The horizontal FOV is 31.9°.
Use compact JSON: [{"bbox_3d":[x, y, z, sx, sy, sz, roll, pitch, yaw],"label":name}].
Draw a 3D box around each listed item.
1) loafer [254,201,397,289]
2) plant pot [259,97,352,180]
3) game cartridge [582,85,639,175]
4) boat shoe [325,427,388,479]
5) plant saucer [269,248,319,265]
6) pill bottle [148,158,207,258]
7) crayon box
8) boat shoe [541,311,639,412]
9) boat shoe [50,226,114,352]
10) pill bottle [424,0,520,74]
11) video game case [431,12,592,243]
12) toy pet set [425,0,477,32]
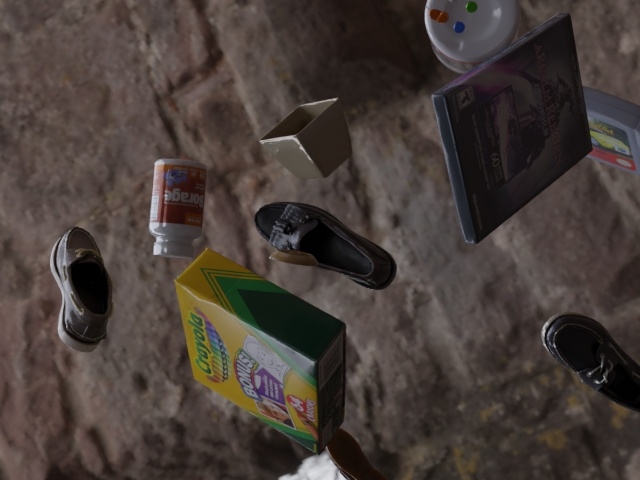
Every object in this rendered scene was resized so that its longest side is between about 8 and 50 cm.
[{"bbox_3d":[0.000,0.000,2.100,0.302,0.109,0.095,25,-177,21],"label":"loafer"},{"bbox_3d":[-0.012,-0.158,1.827,0.109,0.109,0.096,-45,-66,-29],"label":"plant pot"},{"bbox_3d":[0.514,-0.205,2.041,0.294,0.060,0.196,25,164,32],"label":"game cartridge"},{"bbox_3d":[0.077,0.519,2.558,0.207,0.073,0.073,51,157,10],"label":"boat shoe"},{"bbox_3d":[-0.042,0.027,1.820,0.083,0.083,0.015,-9,-71,-74],"label":"plant saucer"},{"bbox_3d":[-0.322,-0.070,2.521,0.121,0.121,0.216,16,-102,-70],"label":"pill bottle"},{"bbox_3d":[-0.108,0.216,2.127,0.106,0.313,0.363,-51,-23,-30],"label":"crayon box"},{"bbox_3d":[0.373,0.162,1.468,0.206,0.075,0.065,37,-174,-28],"label":"boat shoe"},{"bbox_3d":[-0.474,0.078,2.257,0.117,0.096,0.324,20,-146,-28],"label":"boat shoe"},{"bbox_3d":[0.273,-0.382,2.005,0.161,0.161,0.283,65,-172,2],"label":"pill bottle"},{"bbox_3d":[0.247,-0.144,1.399,0.274,0.026,0.196,-35,-60,-36],"label":"video game case"},{"bbox_3d":[0.161,-0.356,1.464,0.114,0.122,0.065,22,-158,-24],"label":"toy pet set"}]
